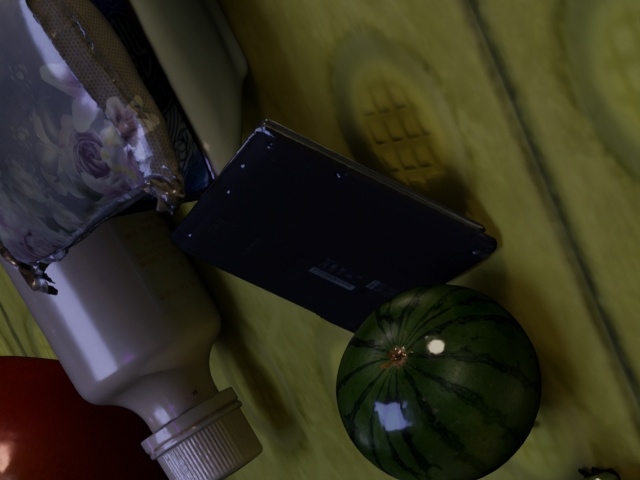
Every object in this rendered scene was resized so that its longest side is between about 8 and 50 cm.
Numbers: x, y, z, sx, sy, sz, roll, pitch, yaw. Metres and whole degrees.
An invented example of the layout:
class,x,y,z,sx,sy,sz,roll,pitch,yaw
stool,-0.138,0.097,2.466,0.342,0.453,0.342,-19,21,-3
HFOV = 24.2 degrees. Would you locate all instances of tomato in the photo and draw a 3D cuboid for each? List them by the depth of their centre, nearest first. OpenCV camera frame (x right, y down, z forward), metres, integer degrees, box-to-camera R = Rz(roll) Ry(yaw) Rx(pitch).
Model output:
class,x,y,z,sx,sy,sz,roll,pitch,yaw
tomato,-0.246,0.215,1.277,0.298,0.226,0.299,38,150,27

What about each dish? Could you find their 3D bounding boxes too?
class,x,y,z,sx,sy,sz,roll,pitch,yaw
dish,-0.121,-0.110,0.874,0.243,0.080,0.182,-8,112,60

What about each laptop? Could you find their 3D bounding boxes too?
class,x,y,z,sx,sy,sz,roll,pitch,yaw
laptop,0.000,0.000,0.767,0.129,0.016,0.180,25,156,-10

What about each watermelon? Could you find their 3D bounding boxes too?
class,x,y,z,sx,sy,sz,roll,pitch,yaw
watermelon,0.057,0.070,0.716,0.109,0.109,0.109,43,149,33

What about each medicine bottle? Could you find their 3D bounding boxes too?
class,x,y,z,sx,sy,sz,roll,pitch,yaw
medicine bottle,-0.130,0.055,1.027,0.252,0.114,0.114,58,155,6

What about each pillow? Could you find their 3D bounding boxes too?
class,x,y,z,sx,sy,sz,roll,pitch,yaw
pillow,-0.155,-0.062,0.832,0.169,0.059,0.255,58,150,-5

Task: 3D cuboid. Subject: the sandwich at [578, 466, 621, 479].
class,x,y,z,sx,sy,sz,roll,pitch,yaw
sandwich,0.147,0.285,0.694,0.301,0.162,0.250,48,156,32
